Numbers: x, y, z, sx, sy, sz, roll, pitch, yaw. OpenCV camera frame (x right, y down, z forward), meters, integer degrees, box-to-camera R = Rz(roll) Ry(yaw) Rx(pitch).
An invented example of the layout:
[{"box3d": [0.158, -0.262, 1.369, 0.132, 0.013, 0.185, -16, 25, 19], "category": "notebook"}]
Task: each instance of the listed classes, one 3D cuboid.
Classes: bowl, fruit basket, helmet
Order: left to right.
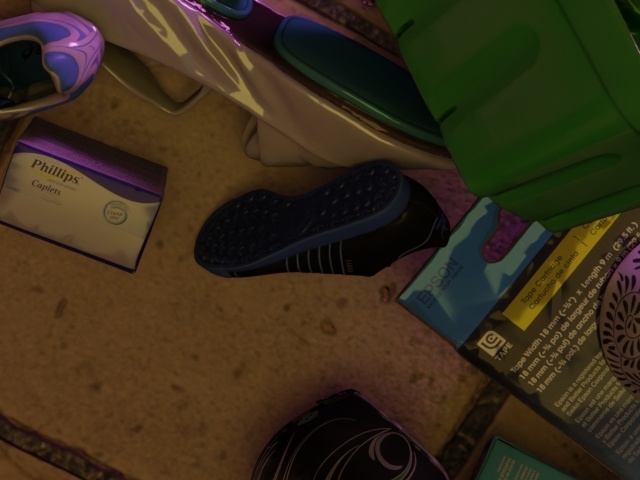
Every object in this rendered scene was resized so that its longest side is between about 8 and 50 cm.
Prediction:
[{"box3d": [0.018, 0.231, 1.394, 0.161, 0.169, 0.169, -46, 101, -11], "category": "helmet"}, {"box3d": [0.223, -0.232, 1.182, 0.392, 0.283, 0.392, -7, 76, 29], "category": "fruit basket"}, {"box3d": [0.321, 0.074, 1.314, 0.170, 0.080, 0.170, -1, 100, -3], "category": "bowl"}]

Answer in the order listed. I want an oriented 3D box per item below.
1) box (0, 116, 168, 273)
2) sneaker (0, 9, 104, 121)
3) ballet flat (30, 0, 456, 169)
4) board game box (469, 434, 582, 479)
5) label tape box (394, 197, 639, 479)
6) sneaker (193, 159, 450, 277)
[{"box3d": [-0.198, -0.040, 1.336, 0.126, 0.137, 0.072, 21, 100, -8], "category": "box"}, {"box3d": [-0.287, -0.131, 1.308, 0.237, 0.086, 0.085, -12, 112, 27], "category": "sneaker"}, {"box3d": [-0.066, -0.143, 1.342, 0.400, 0.139, 0.139, 30, 98, -5], "category": "ballet flat"}, {"box3d": [0.246, 0.361, 1.397, 0.336, 0.079, 0.254, 26, 77, 5], "category": "board game box"}, {"box3d": [0.260, 0.052, 1.401, 0.334, 0.106, 0.240, 38, 96, -9], "category": "label tape box"}, {"box3d": [0.000, 0.000, 1.356, 0.232, 0.081, 0.090, -13, 143, 38], "category": "sneaker"}]
